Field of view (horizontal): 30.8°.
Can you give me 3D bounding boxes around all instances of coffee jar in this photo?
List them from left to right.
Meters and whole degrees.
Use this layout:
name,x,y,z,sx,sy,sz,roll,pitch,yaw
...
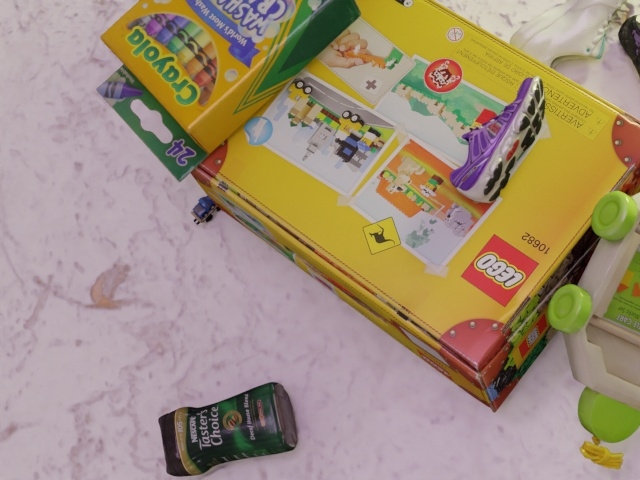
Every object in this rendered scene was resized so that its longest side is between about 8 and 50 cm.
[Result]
name,x,y,z,sx,sy,sz,roll,pitch,yaw
coffee jar,-0.130,0.262,1.592,0.184,0.079,0.096,-18,70,13

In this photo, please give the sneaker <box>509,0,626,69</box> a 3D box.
name,x,y,z,sx,sy,sz,roll,pitch,yaw
sneaker,0.372,-0.298,1.598,0.212,0.080,0.094,-35,79,14

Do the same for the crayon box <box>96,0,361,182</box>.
name,x,y,z,sx,sy,sz,roll,pitch,yaw
crayon box,-0.135,-0.260,1.503,0.323,0.083,0.203,-43,66,-1

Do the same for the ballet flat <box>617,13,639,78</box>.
name,x,y,z,sx,sy,sz,roll,pitch,yaw
ballet flat,0.450,-0.224,1.567,0.057,0.049,0.173,-8,72,-21

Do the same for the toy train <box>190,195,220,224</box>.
name,x,y,z,sx,sy,sz,roll,pitch,yaw
toy train,-0.134,-0.086,1.717,0.027,0.036,0.158,42,91,24

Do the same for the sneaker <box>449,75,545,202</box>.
name,x,y,z,sx,sy,sz,roll,pitch,yaw
sneaker,0.209,-0.128,1.380,0.071,0.068,0.170,29,78,28

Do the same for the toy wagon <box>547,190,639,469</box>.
name,x,y,z,sx,sy,sz,roll,pitch,yaw
toy wagon,0.388,0.103,1.383,0.344,0.267,0.068,-64,27,4

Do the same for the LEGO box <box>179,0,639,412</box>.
name,x,y,z,sx,sy,sz,roll,pitch,yaw
LEGO box,0.132,-0.083,1.524,0.500,0.193,0.372,36,82,24
